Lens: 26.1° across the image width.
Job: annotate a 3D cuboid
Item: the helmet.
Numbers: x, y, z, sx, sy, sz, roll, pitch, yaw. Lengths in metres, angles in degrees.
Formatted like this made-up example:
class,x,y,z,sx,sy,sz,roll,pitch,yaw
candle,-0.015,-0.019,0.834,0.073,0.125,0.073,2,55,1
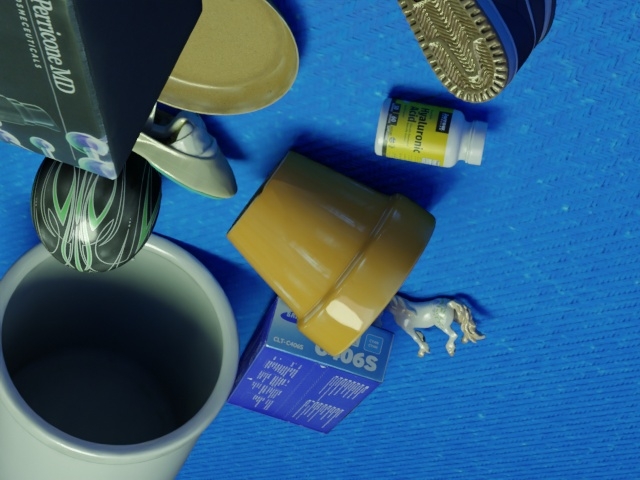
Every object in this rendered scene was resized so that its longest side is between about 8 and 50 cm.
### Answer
class,x,y,z,sx,sy,sz,roll,pitch,yaw
helmet,-0.271,-0.047,1.663,0.169,0.161,0.169,10,147,7

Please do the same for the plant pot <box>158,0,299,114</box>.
class,x,y,z,sx,sy,sz,roll,pitch,yaw
plant pot,-0.135,-0.222,1.471,0.236,0.032,0.236,9,147,6

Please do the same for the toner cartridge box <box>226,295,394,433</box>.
class,x,y,z,sx,sy,sz,roll,pitch,yaw
toner cartridge box,-0.022,0.182,1.929,0.165,0.075,0.348,17,158,-7

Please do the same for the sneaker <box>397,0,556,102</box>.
class,x,y,z,sx,sy,sz,roll,pitch,yaw
sneaker,0.122,-0.278,1.249,0.099,0.153,0.282,-14,107,39

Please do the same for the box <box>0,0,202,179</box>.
class,x,y,z,sx,sy,sz,roll,pitch,yaw
box,-0.326,-0.261,1.179,0.395,0.212,0.293,18,155,8

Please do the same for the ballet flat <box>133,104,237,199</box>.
class,x,y,z,sx,sy,sz,roll,pitch,yaw
ballet flat,-0.190,-0.131,1.592,0.248,0.086,0.086,27,145,-17

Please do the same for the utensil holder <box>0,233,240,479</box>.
class,x,y,z,sx,sy,sz,roll,pitch,yaw
utensil holder,-0.312,0.211,1.919,0.327,0.327,0.385,19,148,-7

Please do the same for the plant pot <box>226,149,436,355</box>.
class,x,y,z,sx,sy,sz,roll,pitch,yaw
plant pot,0.000,0.000,1.619,0.188,0.205,0.205,36,144,-5

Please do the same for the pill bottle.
class,x,y,z,sx,sy,sz,roll,pitch,yaw
pill bottle,0.121,-0.115,1.501,0.116,0.065,0.065,10,147,5

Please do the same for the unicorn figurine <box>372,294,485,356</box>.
class,x,y,z,sx,sy,sz,roll,pitch,yaw
unicorn figurine,0.131,0.108,1.842,0.162,0.060,0.111,-18,123,18
